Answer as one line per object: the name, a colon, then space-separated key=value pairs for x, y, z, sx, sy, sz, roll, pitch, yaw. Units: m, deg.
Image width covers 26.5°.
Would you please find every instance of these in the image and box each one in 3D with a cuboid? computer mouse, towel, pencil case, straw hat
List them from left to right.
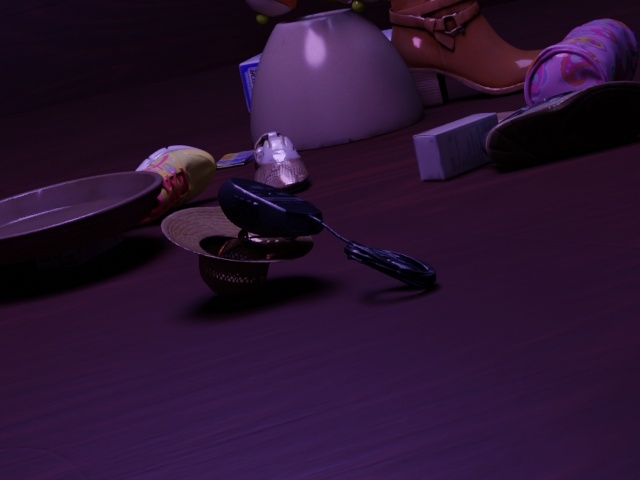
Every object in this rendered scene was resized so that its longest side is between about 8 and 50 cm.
straw hat: x=-0.082 y=0.021 z=1.286 sx=0.145 sy=0.061 sz=0.144 roll=7 pitch=22 yaw=-3
towel: x=-0.133 y=-0.125 z=2.097 sx=0.060 sy=0.009 sz=0.083 roll=-7 pitch=13 yaw=15
computer mouse: x=0.000 y=0.000 z=1.235 sx=0.242 sy=0.041 sz=0.071 roll=26 pitch=15 yaw=34
pencil case: x=0.369 y=-0.234 z=1.892 sx=0.124 sy=0.124 sz=0.284 roll=-6 pitch=13 yaw=24

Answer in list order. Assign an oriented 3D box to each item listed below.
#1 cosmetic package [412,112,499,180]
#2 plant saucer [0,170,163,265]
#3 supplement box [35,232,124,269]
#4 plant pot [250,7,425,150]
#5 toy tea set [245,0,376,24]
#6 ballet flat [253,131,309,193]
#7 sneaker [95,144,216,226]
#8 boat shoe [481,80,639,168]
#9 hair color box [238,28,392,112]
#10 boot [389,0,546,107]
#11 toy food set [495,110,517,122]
cosmetic package: x=0.170 y=-0.115 z=1.668 sx=0.115 sy=0.060 sz=0.041 roll=-20 pitch=14 yaw=-39
plant saucer: x=-0.313 y=-0.024 z=1.571 sx=0.278 sy=0.041 sz=0.278 roll=-12 pitch=13 yaw=3
supplement box: x=-0.286 y=0.002 z=1.609 sx=0.062 sy=0.036 sz=0.098 roll=-6 pitch=14 yaw=28
plant pot: x=0.011 y=-0.266 z=2.177 sx=0.284 sy=0.190 sz=0.284 roll=-11 pitch=13 yaw=3
toy tea set: x=-0.005 y=-0.385 z=2.111 sx=0.200 sy=0.124 sz=0.336 roll=16 pitch=1 yaw=-18
ballet flat: x=-0.061 y=-0.110 z=1.832 sx=0.073 sy=0.067 sz=0.206 roll=-12 pitch=13 yaw=-9
sneaker: x=-0.213 y=-0.060 z=1.752 sx=0.208 sy=0.081 sz=0.094 roll=-27 pitch=26 yaw=-30
boat shoe: x=0.298 y=-0.145 z=1.639 sx=0.224 sy=0.080 sz=0.073 roll=-18 pitch=18 yaw=-8
hair color box: x=0.032 y=-0.339 z=2.679 sx=0.339 sy=0.110 sz=0.185 roll=-5 pitch=15 yaw=19
boot: x=0.254 y=-0.349 z=2.250 sx=0.284 sy=0.220 sz=0.109 roll=-8 pitch=13 yaw=15
toy food set: x=0.246 y=-0.162 z=1.894 sx=0.083 sy=0.020 sz=0.082 roll=-8 pitch=13 yaw=16
